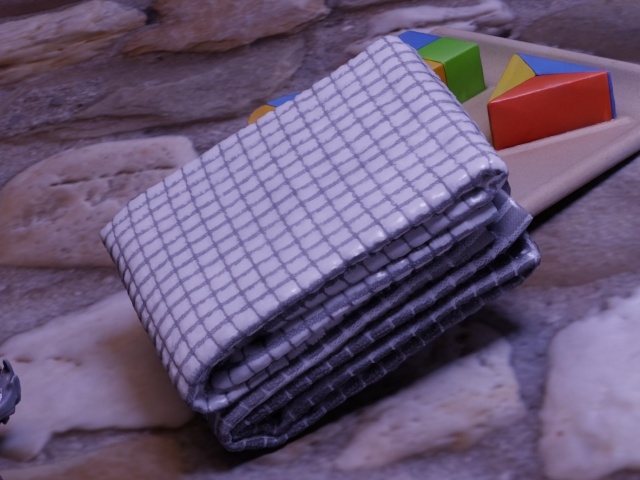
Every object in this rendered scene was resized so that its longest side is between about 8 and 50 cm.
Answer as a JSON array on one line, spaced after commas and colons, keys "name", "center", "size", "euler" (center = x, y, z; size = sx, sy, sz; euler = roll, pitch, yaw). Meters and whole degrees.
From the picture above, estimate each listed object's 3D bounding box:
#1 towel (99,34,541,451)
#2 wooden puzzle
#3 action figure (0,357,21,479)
[{"name": "towel", "center": [0.000, 0.000, 1.261], "size": [0.283, 0.121, 0.235], "euler": [-34, 36, 0]}, {"name": "wooden puzzle", "center": [0.083, -0.092, 1.473], "size": [0.348, 0.080, 0.322], "euler": [-35, 35, -29]}, {"name": "action figure", "center": [-0.291, 0.154, 1.228], "size": [0.185, 0.099, 0.285], "euler": [-30, 28, -13]}]
